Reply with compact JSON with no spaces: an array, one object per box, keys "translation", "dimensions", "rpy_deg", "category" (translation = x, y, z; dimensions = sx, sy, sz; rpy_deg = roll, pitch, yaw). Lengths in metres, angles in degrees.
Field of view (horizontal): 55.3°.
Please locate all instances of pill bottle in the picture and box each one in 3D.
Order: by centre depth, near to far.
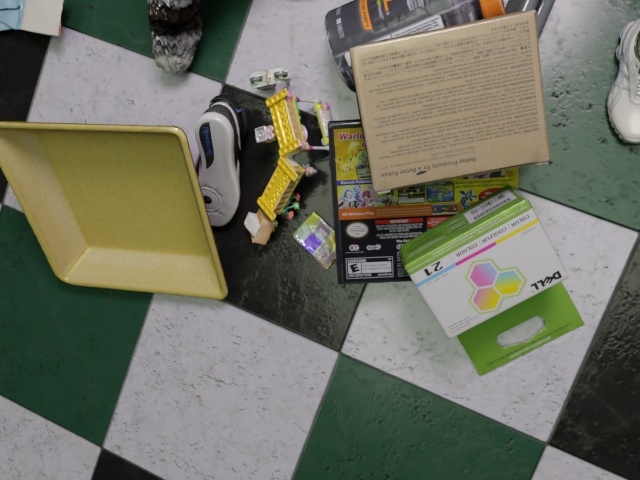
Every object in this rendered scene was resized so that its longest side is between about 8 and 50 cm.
[{"translation":[0.139,-0.317,0.890],"dimensions":[0.245,0.130,0.131],"rpy_deg":[-16,89,21],"category":"pill bottle"}]

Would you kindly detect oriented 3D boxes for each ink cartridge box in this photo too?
[{"translation":[0.168,-0.182,0.810],"dimensions":[0.234,0.088,0.193],"rpy_deg":[-10,107,5],"category":"ink cartridge box"},{"translation":[0.260,0.079,0.879],"dimensions":[0.188,0.097,0.255],"rpy_deg":[-30,103,12],"category":"ink cartridge box"}]

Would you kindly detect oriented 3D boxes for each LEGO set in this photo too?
[{"translation":[-0.044,-0.133,0.993],"dimensions":[0.132,0.107,0.287],"rpy_deg":[10,103,41],"category":"LEGO set"}]

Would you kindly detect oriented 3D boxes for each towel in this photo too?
[{"translation":[0.000,0.000,1.017],"dimensions":[0.083,0.009,0.060],"rpy_deg":[45,103,7],"category":"towel"}]

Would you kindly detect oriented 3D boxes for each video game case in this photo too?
[{"translation":[0.155,-0.061,0.912],"dimensions":[0.274,0.035,0.248],"rpy_deg":[-3,107,4],"category":"video game case"}]

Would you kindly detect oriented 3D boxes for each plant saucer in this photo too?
[{"translation":[-0.322,-0.060,0.994],"dimensions":[0.332,0.081,0.333],"rpy_deg":[4,131,13],"category":"plant saucer"}]

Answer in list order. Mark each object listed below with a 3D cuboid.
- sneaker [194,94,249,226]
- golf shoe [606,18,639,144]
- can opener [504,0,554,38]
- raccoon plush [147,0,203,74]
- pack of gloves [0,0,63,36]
[{"translation":[-0.156,-0.136,1.017],"dimensions":[0.079,0.121,0.217],"rpy_deg":[13,130,4],"category":"sneaker"},{"translation":[0.448,-0.225,0.857],"dimensions":[0.069,0.086,0.176],"rpy_deg":[-1,94,12],"category":"golf shoe"},{"translation":[0.305,-0.370,0.902],"dimensions":[0.093,0.074,0.281],"rpy_deg":[24,98,46],"category":"can opener"},{"translation":[-0.108,-0.471,0.926],"dimensions":[0.299,0.446,0.216],"rpy_deg":[3,54,-6],"category":"raccoon plush"},{"translation":[-0.533,-0.470,1.114],"dimensions":[0.232,0.046,0.195],"rpy_deg":[11,95,23],"category":"pack of gloves"}]
